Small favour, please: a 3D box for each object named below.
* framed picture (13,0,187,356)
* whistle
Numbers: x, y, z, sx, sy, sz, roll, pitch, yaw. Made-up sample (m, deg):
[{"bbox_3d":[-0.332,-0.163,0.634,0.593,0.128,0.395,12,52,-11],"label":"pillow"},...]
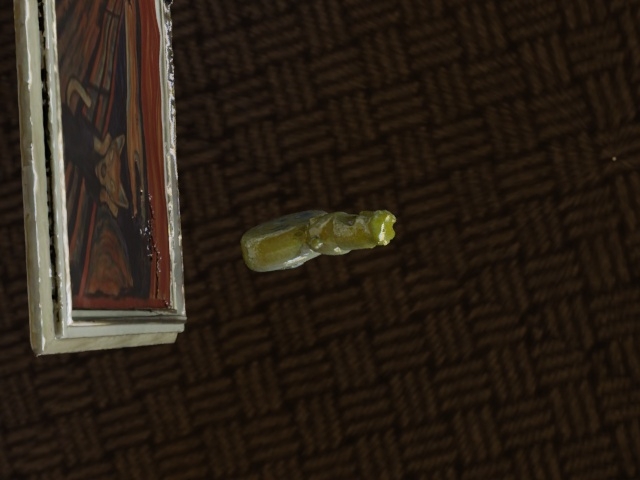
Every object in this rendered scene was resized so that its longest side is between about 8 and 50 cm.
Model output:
[{"bbox_3d":[-0.095,-0.056,0.684,0.016,0.273,0.217,-4,88,5],"label":"framed picture"},{"bbox_3d":[0.000,0.000,1.527,0.198,0.104,0.057,-5,105,44],"label":"whistle"}]
